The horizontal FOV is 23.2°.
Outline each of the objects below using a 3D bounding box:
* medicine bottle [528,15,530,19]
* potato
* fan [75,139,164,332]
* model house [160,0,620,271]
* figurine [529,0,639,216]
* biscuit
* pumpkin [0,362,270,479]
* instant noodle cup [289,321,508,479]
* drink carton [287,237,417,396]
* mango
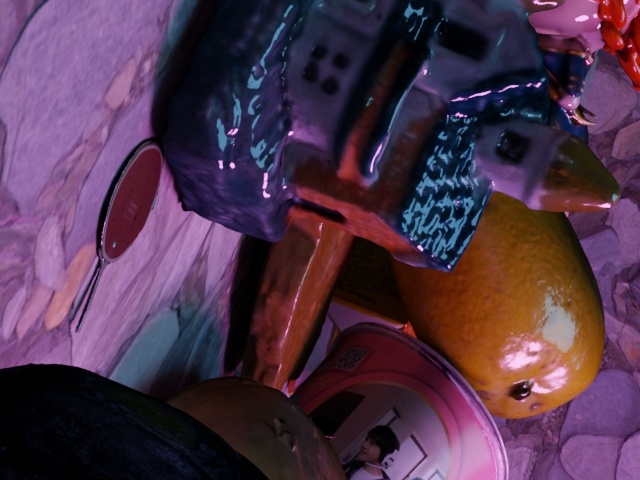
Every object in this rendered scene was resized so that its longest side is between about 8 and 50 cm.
[{"bbox_3d":[0.140,-0.265,1.398,0.133,0.133,0.274,-43,153,-63],"label":"medicine bottle"},{"bbox_3d":[-0.054,0.194,1.248,0.141,0.191,0.296,-38,177,6],"label":"potato"},{"bbox_3d":[-0.130,-0.002,0.997,0.085,0.005,0.133,58,54,-76],"label":"fan"},{"bbox_3d":[0.072,-0.099,1.048,0.184,0.291,0.253,85,29,-74],"label":"model house"},{"bbox_3d":[0.248,-0.208,1.721,0.412,0.306,0.241,-53,-154,-4],"label":"figurine"},{"bbox_3d":[-0.004,-0.002,1.415,0.376,0.051,0.269,103,13,-48],"label":"biscuit"},{"bbox_3d":[-0.149,0.241,0.734,0.363,0.266,0.363,-56,163,-28],"label":"pumpkin"},{"bbox_3d":[0.013,0.239,1.497,0.255,0.244,0.244,-37,153,-30],"label":"instant noodle cup"},{"bbox_3d":[0.088,0.048,1.771,0.351,0.111,0.154,-52,160,-55],"label":"drink carton"},{"bbox_3d":[0.166,-0.002,1.544,0.253,0.182,0.365,-29,105,-74],"label":"mango"}]
